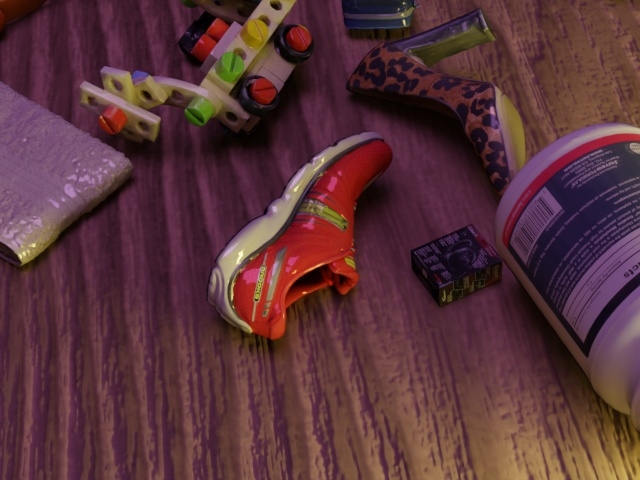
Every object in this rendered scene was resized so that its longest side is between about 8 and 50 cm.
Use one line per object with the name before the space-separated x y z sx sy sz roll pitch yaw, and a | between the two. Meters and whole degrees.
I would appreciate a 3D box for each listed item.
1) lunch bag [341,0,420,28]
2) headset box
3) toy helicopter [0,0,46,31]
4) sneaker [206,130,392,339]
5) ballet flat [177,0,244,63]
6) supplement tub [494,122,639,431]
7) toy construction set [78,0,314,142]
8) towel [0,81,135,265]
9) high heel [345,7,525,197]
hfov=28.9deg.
lunch bag | 0.077 -0.302 1.578 0.098 0.065 0.067 2 32 11
headset box | 0.144 0.023 1.285 0.083 0.032 0.062 -23 49 -15
toy helicopter | -0.429 -0.380 1.661 0.355 0.140 0.235 -18 69 6
sneaker | 0.000 0.000 1.302 0.118 0.107 0.279 36 62 12
ballet flat | -0.127 -0.290 1.615 0.049 0.057 0.173 41 56 -10
supplement tub | 0.299 0.038 1.142 0.191 0.191 0.272 -20 48 -11
toy construction set | -0.131 -0.239 1.472 0.215 0.151 0.328 36 67 -8
towel | -0.374 -0.091 1.449 0.282 0.049 0.187 28 57 29
high heel | 0.130 -0.131 1.422 0.186 0.093 0.261 -21 57 18
